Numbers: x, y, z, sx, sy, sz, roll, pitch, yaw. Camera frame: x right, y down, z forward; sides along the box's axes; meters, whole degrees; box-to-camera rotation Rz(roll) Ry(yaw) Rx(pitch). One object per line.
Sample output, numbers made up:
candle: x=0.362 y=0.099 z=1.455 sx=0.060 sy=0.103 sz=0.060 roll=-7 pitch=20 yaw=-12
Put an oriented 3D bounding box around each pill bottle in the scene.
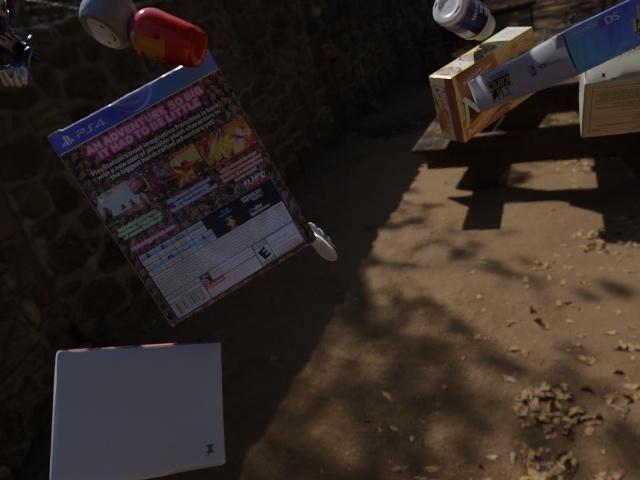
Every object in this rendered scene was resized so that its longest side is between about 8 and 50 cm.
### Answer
pill bottle: x=0.371 y=-0.568 z=1.313 sx=0.169 sy=0.094 sz=0.094 roll=3 pitch=8 yaw=-43

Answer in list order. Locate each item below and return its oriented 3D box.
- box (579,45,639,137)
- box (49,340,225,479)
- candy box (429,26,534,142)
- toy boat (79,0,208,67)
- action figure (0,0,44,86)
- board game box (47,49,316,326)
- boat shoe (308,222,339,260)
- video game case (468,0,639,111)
box: x=0.578 y=-0.307 z=0.986 sx=0.148 sy=0.127 sz=0.232 roll=-3 pitch=-14 yaw=24
box: x=-0.300 y=0.257 z=0.814 sx=0.214 sy=0.169 sz=0.345 roll=2 pitch=-13 yaw=-26
candy box: x=0.446 y=-0.422 z=1.388 sx=0.316 sy=0.183 sz=0.087 roll=-35 pitch=33 yaw=-19
toy boat: x=-0.177 y=-0.347 z=0.536 sx=0.148 sy=0.319 sz=0.268 roll=20 pitch=32 yaw=4
action figure: x=-0.536 y=-0.334 z=0.825 sx=0.275 sy=0.163 sz=0.141 roll=-35 pitch=41 yaw=53
board game box: x=-0.184 y=-0.071 z=0.740 sx=0.231 sy=0.291 sz=0.141 roll=-31 pitch=11 yaw=-7
boat shoe: x=0.000 y=0.000 z=1.077 sx=0.038 sy=0.046 sz=0.125 roll=-25 pitch=40 yaw=-32
video game case: x=0.391 y=-0.285 z=0.748 sx=0.269 sy=0.061 sz=0.244 roll=-27 pitch=6 yaw=-8
